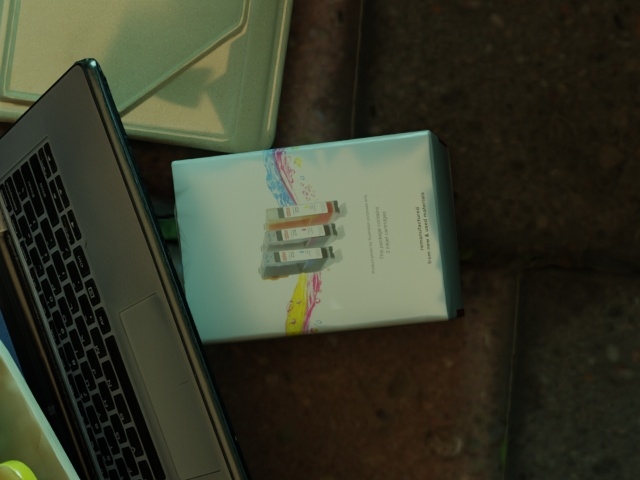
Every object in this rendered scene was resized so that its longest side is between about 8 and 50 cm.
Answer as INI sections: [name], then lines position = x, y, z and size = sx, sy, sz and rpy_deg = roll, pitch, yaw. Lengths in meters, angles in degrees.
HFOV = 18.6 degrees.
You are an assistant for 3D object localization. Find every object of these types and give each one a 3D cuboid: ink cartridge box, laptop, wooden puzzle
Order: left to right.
[laptop]
position = -0.245, 0.136, 1.310
size = 0.236, 0.408, 0.382
rpy_deg = -19, 87, -26
[wooden puzzle]
position = -0.130, -0.182, 1.389
size = 0.239, 0.044, 0.220
rpy_deg = 8, 91, 13
[ink cartridge box]
position = 0.000, 0.000, 1.321
size = 0.176, 0.128, 0.127
rpy_deg = -5, 89, 9

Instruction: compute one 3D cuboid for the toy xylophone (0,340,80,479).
[toy xylophone]
position = -0.228, 0.205, 1.251
size = 0.322, 0.081, 0.236
rpy_deg = 52, 123, 15
